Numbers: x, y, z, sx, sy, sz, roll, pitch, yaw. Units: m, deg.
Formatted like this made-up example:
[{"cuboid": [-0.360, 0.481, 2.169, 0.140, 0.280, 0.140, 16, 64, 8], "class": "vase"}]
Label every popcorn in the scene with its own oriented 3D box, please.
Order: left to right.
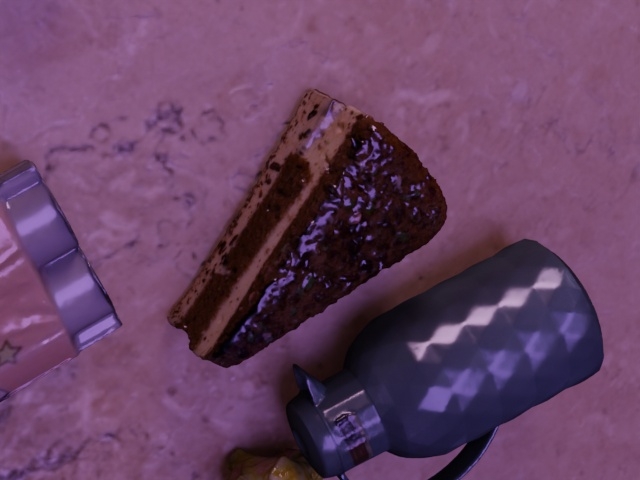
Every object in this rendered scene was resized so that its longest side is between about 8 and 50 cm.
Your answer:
[{"cuboid": [-0.042, 0.238, 1.306, 0.089, 0.109, 0.096, -1, 76, 4], "class": "popcorn"}]

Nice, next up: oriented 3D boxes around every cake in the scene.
[{"cuboid": [-0.002, 0.011, 1.216, 0.135, 0.112, 0.246, 28, 96, -37], "class": "cake"}]

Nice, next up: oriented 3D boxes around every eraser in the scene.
[{"cuboid": [-0.314, 0.070, 1.087, 0.291, 0.087, 0.171, -31, 127, -13], "class": "eraser"}]

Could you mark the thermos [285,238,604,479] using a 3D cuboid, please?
[{"cuboid": [0.111, 0.132, 1.310, 0.287, 0.145, 0.182, -28, 112, -13], "class": "thermos"}]
